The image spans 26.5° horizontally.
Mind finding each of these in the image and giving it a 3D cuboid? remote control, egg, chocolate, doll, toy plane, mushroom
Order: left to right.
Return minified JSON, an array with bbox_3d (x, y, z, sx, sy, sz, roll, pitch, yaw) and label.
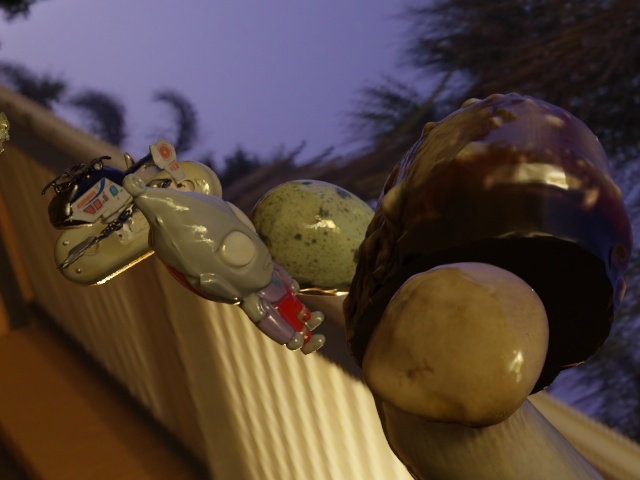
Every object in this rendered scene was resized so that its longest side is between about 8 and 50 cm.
[{"bbox_3d":[-0.217,-0.053,1.399,0.053,0.197,0.078,-13,-68,45],"label":"toy plane"},{"bbox_3d":[-0.217,-0.020,1.601,0.078,0.221,0.042,62,7,13],"label":"remote control"},{"bbox_3d":[-0.082,0.017,1.147,0.227,0.075,0.102,43,22,-25],"label":"doll"},{"bbox_3d":[0.000,0.000,1.649,0.141,0.181,0.141,-166,-90,-84],"label":"egg"},{"bbox_3d":[0.150,-0.004,1.250,0.340,0.225,0.210,114,-14,-57],"label":"chocolate"},{"bbox_3d":[0.103,0.153,0.808,0.159,0.122,0.329,-6,-49,22],"label":"mushroom"}]

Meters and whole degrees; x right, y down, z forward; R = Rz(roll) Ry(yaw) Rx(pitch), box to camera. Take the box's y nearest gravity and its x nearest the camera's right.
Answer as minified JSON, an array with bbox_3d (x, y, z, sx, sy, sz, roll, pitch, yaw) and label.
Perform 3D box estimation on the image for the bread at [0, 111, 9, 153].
[{"bbox_3d":[-0.534,-0.146,1.949,0.103,0.156,0.110,41,1,26],"label":"bread"}]
